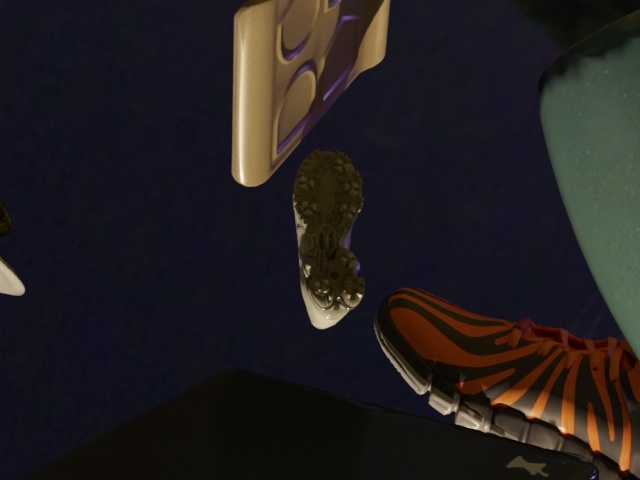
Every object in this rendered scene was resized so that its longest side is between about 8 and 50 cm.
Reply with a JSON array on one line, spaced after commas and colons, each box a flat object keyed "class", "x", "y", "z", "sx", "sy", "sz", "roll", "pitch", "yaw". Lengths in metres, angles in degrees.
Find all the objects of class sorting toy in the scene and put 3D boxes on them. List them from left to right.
[{"class": "sorting toy", "x": -0.009, "y": -0.220, "z": 1.586, "sx": 0.041, "sy": 0.307, "sz": 0.229, "roll": 26, "pitch": -131, "yaw": 21}]

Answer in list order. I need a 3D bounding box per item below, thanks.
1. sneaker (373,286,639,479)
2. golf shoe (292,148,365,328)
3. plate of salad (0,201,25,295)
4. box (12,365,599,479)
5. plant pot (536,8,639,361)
[{"class": "sneaker", "x": 0.209, "y": 0.086, "z": 1.380, "sx": 0.321, "sy": 0.180, "sz": 0.124, "roll": 30, "pitch": -156, "yaw": 7}, {"class": "golf shoe", "x": 0.000, "y": 0.000, "z": 1.695, "sx": 0.069, "sy": 0.086, "sz": 0.176, "roll": 7, "pitch": -120, "yaw": -11}, {"class": "plate of salad", "x": -0.173, "y": -0.043, "z": 0.559, "sx": 0.200, "sy": 0.200, "sz": 0.048, "roll": 30, "pitch": -102, "yaw": 1}, {"class": "box", "x": -0.070, "y": 0.385, "z": 1.058, "sx": 0.297, "sy": 0.471, "sz": 0.480, "roll": 14, "pitch": -161, "yaw": 27}, {"class": "plant pot", "x": 0.243, "y": 0.013, "z": 0.714, "sx": 0.290, "sy": 0.290, "sz": 0.195, "roll": -1, "pitch": -102, "yaw": -26}]
